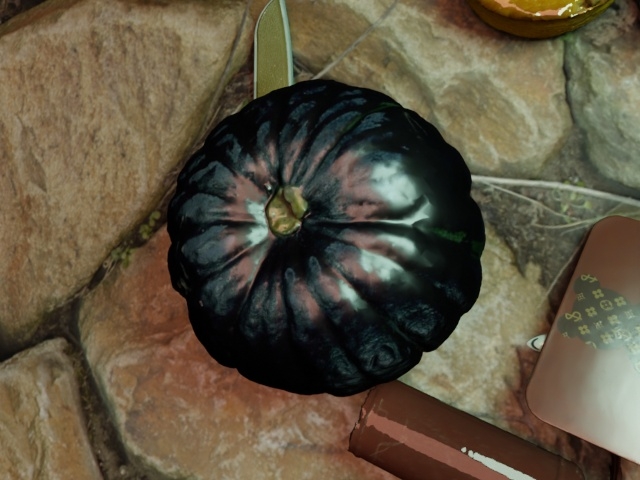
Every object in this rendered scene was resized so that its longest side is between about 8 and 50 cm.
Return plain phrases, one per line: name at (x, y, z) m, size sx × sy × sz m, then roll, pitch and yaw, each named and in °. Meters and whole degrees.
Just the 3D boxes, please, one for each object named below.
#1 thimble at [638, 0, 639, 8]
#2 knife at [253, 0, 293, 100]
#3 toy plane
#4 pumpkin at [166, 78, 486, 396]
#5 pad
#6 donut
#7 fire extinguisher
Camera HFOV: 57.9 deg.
thimble at (0.467, -0.314, 0.688) m, size 0.150 × 0.098 × 0.150 m, roll -3°, pitch 79°, yaw 14°
knife at (-0.068, -0.198, 0.845) m, size 0.061 × 0.027 × 0.343 m, roll -3°, pitch 83°, yaw 16°
toy plane at (0.356, 0.121, 0.666) m, size 0.226 × 0.058 × 0.225 m, roll -2°, pitch 81°, yaw 18°
pumpkin at (0.000, 0.000, 0.669) m, size 0.364 × 0.266 × 0.363 m, roll -3°, pitch 79°, yaw 14°
pad at (0.355, 0.104, 0.639) m, size 0.181 × 0.004 × 0.267 m, roll 21°, pitch 74°, yaw 25°
donut at (0.292, -0.380, 0.736) m, size 0.254 × 0.118 × 0.253 m, roll -2°, pitch 82°, yaw 17°
fire extinguisher at (0.211, 0.252, 0.667) m, size 0.337 × 0.106 × 0.147 m, roll 22°, pitch 64°, yaw 16°
